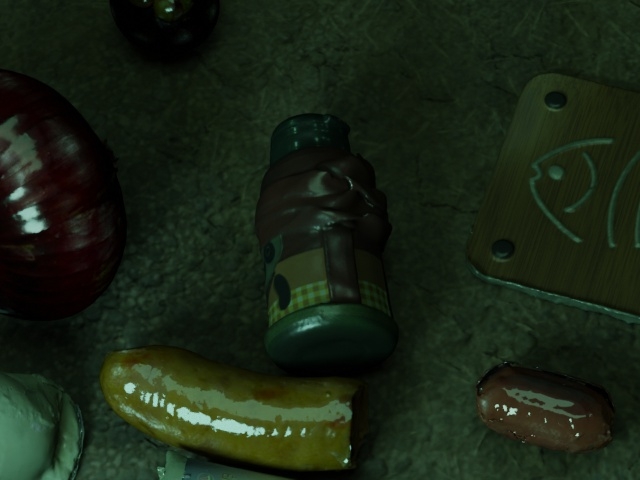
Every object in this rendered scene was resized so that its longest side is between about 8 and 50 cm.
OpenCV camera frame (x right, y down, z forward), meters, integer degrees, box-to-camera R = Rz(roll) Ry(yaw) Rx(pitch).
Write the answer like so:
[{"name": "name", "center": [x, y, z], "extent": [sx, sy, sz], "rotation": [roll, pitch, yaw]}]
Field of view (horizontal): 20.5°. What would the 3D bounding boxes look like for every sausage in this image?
[{"name": "sausage", "center": [0.219, 0.165, 1.734], "extent": [0.141, 0.076, 0.076], "rotation": [13, 60, 9]}, {"name": "sausage", "center": [-0.086, 0.163, 1.736], "extent": [0.270, 0.109, 0.109], "rotation": [12, 60, 9]}]

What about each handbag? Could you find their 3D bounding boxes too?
[{"name": "handbag", "center": [-0.081, 0.273, 1.679], "extent": [0.173, 0.095, 0.117], "rotation": [13, 54, 2]}]

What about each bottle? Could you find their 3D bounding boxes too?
[{"name": "bottle", "center": [0.000, 0.000, 1.813], "extent": [0.156, 0.143, 0.271], "rotation": [-28, 55, 33]}]

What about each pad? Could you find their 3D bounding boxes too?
[{"name": "pad", "center": [0.321, -0.044, 1.891], "extent": [0.284, 0.018, 0.286], "rotation": [15, 59, 13]}]

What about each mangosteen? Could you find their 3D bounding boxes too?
[{"name": "mangosteen", "center": [-0.178, -0.276, 1.989], "extent": [0.140, 0.140, 0.140], "rotation": [-1, 58, 2]}]

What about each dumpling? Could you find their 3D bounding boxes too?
[{"name": "dumpling", "center": [-0.338, 0.211, 1.702], "extent": [0.247, 0.142, 0.172], "rotation": [-2, 82, -36]}]

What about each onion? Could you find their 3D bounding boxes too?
[{"name": "onion", "center": [-0.290, -0.059, 1.803], "extent": [0.273, 0.273, 0.285], "rotation": [39, 48, 23]}]
